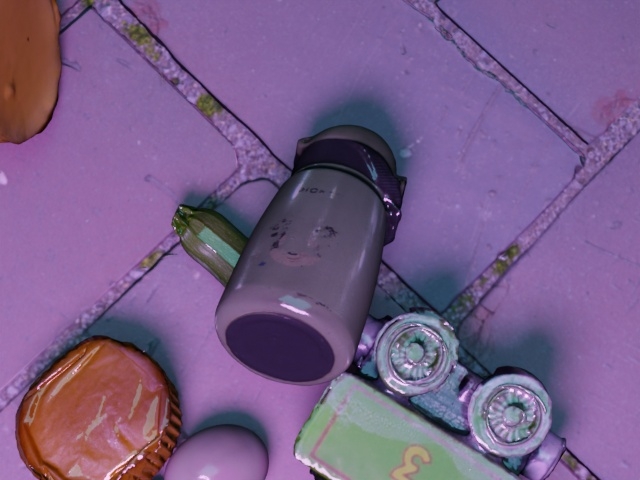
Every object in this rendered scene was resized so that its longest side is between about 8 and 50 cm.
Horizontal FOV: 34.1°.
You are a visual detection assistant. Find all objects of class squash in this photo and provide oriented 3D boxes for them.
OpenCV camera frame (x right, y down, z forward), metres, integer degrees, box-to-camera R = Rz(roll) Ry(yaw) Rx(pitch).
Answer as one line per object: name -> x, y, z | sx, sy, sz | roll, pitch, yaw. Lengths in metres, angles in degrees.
squash -> -0.106, 0.032, 1.350 | 0.219, 0.077, 0.068 | 42, 121, 3

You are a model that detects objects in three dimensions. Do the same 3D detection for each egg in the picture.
egg -> -0.126, 0.279, 1.271 | 0.135, 0.103, 0.103 | -18, 77, -33

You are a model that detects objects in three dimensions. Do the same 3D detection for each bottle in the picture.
bottle -> 0.002, 0.000, 1.274 | 0.168, 0.168, 0.347 | 20, 49, 2

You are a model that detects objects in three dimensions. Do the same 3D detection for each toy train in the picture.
toy train -> 0.132, 0.235, 1.269 | 0.307, 0.173, 0.249 | 32, 83, 5

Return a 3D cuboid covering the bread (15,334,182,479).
bread -> -0.266, 0.221, 1.277 | 0.199, 0.104, 0.199 | -3, 68, 7

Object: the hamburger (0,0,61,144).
hamburger -> -0.476, -0.252, 1.309 | 0.236, 0.276, 0.276 | 6, 76, 12
